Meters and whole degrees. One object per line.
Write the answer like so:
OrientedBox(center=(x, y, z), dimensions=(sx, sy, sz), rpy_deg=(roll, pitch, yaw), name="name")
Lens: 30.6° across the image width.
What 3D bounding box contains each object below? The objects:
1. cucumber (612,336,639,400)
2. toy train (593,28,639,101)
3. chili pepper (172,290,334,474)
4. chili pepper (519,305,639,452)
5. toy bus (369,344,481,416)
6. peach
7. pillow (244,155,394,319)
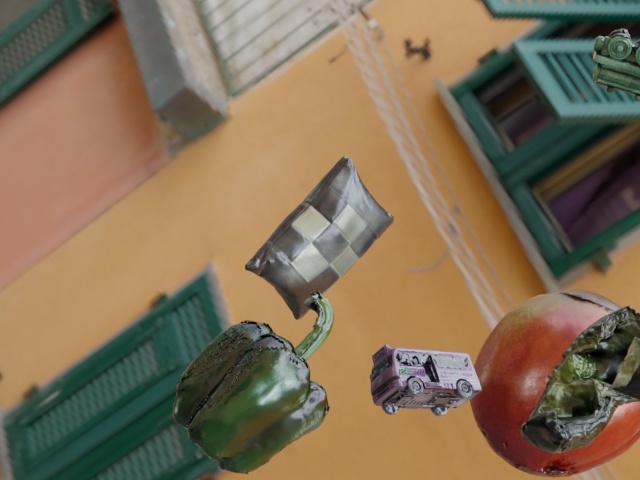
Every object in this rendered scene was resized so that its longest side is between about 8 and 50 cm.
OrientedBox(center=(0.466, 0.180, 1.380), dimensions=(0.241, 0.074, 0.074), rpy_deg=(17, -3, 29), name="cucumber")
OrientedBox(center=(0.525, -0.279, 1.921), dimensions=(0.170, 0.111, 0.071), rpy_deg=(17, 18, 6), name="toy train")
OrientedBox(center=(-0.066, 0.182, 1.548), dimensions=(0.174, 0.261, 0.165), rpy_deg=(49, -9, -15), name="chili pepper")
OrientedBox(center=(0.417, 0.225, 1.774), dimensions=(0.116, 0.264, 0.148), rpy_deg=(43, -24, -10), name="chili pepper")
OrientedBox(center=(0.166, 0.227, 1.910), dimensions=(0.178, 0.087, 0.098), rpy_deg=(7, 56, -33), name="toy bus")
OrientedBox(center=(0.463, 0.283, 2.229), dimensions=(0.370, 0.370, 0.370), rpy_deg=(49, 17, -20), name="peach")
OrientedBox(center=(0.000, 0.000, 1.933), dimensions=(0.106, 0.250, 0.186), rpy_deg=(37, -10, 44), name="pillow")
